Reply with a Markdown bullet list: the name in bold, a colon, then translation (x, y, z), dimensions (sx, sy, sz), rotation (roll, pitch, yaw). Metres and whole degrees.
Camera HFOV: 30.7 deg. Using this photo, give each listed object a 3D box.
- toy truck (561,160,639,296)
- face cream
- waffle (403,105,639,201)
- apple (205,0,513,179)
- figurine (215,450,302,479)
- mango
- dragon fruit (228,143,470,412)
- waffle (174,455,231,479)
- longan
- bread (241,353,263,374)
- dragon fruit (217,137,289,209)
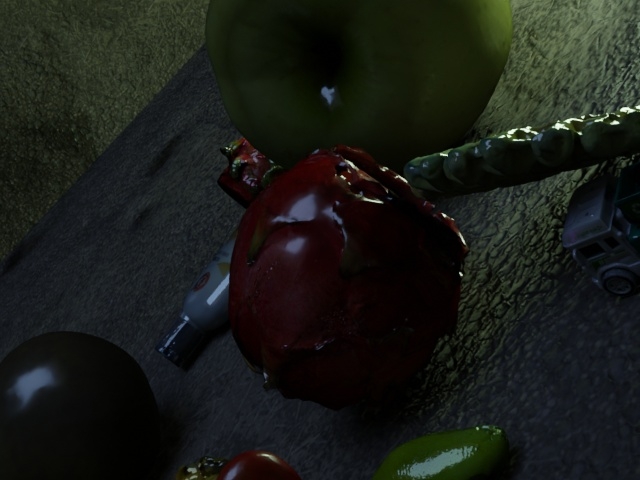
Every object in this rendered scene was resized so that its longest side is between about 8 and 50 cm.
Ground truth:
- **toy truck**: translation (0.341, -0.035, 1.156), dimensions (0.216, 0.116, 0.110), rotation (-25, 33, 45)
- **face cream**: translation (-0.169, 0.082, 1.957), dimensions (0.291, 0.071, 0.144), rotation (-52, 23, -8)
- **waffle**: translation (0.248, -0.097, 1.279), dimensions (0.309, 0.056, 0.292), rotation (-13, -1, -16)
- **apple**: translation (0.064, -0.316, 1.711), dimensions (0.474, 0.474, 0.473), rotation (-39, 24, 22)
- **figurine**: translation (-0.045, 0.357, 1.090), dimensions (0.261, 0.270, 0.211), rotation (-35, 30, 51)
- **mango**: translation (0.118, 0.233, 1.189), dimensions (0.165, 0.074, 0.091), rotation (-37, 23, 26)
- **dragon fruit**: translation (0.032, 0.046, 1.386), dimensions (0.295, 0.296, 0.301), rotation (-118, 42, -66)
- **waffle**: translation (-0.189, 0.390, 1.515), dimensions (0.280, 0.060, 0.262), rotation (-14, 40, 54)
- **longan**: translation (-0.384, 0.281, 1.781), dimensions (0.297, 0.297, 0.297), rotation (-39, 24, 22)
- **bread**: translation (-0.072, 0.129, 1.704), dimensions (0.114, 0.077, 0.189), rotation (-64, 19, 17)
- **dragon fruit**: translation (-0.084, -0.135, 2.029), dimensions (0.172, 0.166, 0.160), rotation (-51, 26, -11)
